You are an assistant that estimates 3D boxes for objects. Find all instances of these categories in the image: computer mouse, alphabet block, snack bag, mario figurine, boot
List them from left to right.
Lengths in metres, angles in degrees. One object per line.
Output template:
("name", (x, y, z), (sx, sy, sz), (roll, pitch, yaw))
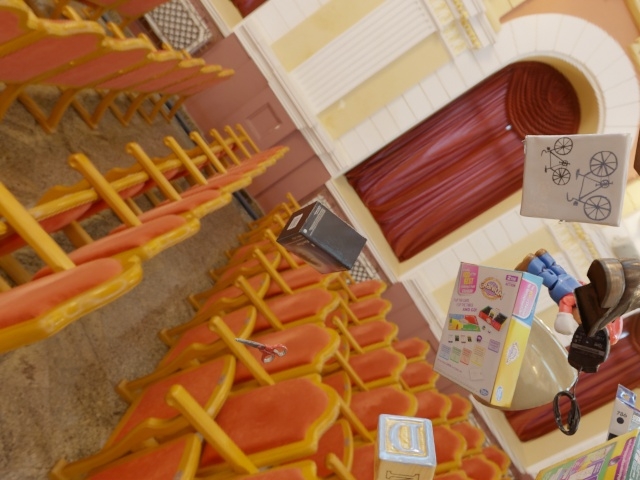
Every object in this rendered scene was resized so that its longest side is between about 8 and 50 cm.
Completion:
("alphabet block", (0.292, 0.762, 1.590), (0.192, 0.193, 0.197), (-73, 167, -60))
("mario figurine", (0.716, 0.183, 1.316), (0.321, 0.198, 0.170), (52, -5, 34))
("snack bag", (0.903, -0.219, 1.622), (0.037, 0.342, 0.323), (-18, 110, -51))
("computer mouse", (0.537, 0.280, 0.925), (0.041, 0.242, 0.071), (26, -7, -43))
("boot", (0.576, 0.090, 0.761), (0.263, 0.228, 0.091), (62, 24, -57))

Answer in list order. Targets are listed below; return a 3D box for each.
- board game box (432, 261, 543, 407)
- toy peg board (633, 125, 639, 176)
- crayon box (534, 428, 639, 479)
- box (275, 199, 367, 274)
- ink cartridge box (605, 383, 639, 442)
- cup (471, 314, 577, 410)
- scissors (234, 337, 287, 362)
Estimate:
("board game box", (0.418, 0.225, 1.152), (0.064, 0.317, 0.242), (16, -1, -19))
("toy peg board", (0.847, -0.214, 1.094), (0.161, 0.079, 0.161), (-76, 154, -51))
("crayon box", (0.633, 0.624, 1.073), (0.362, 0.313, 0.106), (-6, 55, -49))
("box", (0.000, 0.000, 2.039), (0.294, 0.183, 0.296), (36, -21, -16))
("ink cartridge box", (0.995, 0.654, 1.462), (0.165, 0.333, 0.065), (26, -13, -32))
("cup", (0.606, 0.343, 1.441), (0.331, 0.330, 0.237), (-61, 128, -78))
("scissors", (-0.210, 0.385, 1.652), (0.021, 0.108, 0.297), (63, 1, 37))
